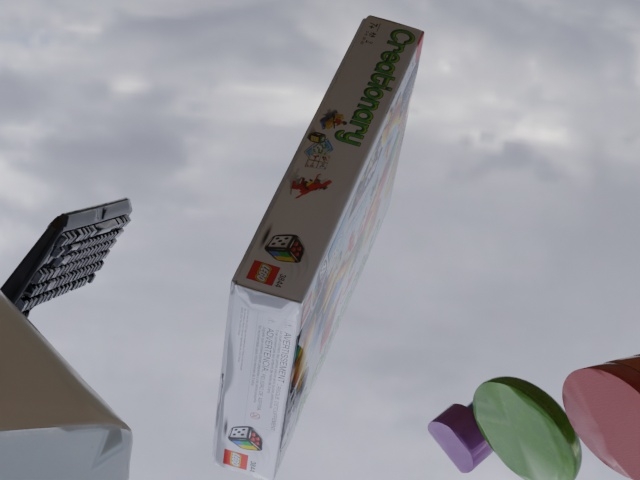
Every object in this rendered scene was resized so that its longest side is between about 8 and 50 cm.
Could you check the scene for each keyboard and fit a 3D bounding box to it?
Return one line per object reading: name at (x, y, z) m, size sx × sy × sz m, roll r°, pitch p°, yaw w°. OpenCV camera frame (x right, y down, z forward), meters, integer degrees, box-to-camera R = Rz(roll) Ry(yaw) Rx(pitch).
keyboard at (-0.179, 0.022, 1.125) m, size 0.023 × 0.108 × 0.180 m, roll 40°, pitch -171°, yaw 3°

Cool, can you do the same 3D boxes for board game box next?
board game box at (0.000, 0.000, 1.207) m, size 0.053 × 0.193 × 0.305 m, roll 17°, pitch -134°, yaw 8°

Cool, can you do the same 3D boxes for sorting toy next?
sorting toy at (0.244, 0.153, 1.577) m, size 0.126 × 0.127 × 0.365 m, roll -37°, pitch -173°, yaw -28°

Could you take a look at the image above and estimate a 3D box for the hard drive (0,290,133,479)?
hard drive at (-0.271, 0.049, 0.842) m, size 0.233 × 0.047 × 0.353 m, roll -1°, pitch -162°, yaw -30°
